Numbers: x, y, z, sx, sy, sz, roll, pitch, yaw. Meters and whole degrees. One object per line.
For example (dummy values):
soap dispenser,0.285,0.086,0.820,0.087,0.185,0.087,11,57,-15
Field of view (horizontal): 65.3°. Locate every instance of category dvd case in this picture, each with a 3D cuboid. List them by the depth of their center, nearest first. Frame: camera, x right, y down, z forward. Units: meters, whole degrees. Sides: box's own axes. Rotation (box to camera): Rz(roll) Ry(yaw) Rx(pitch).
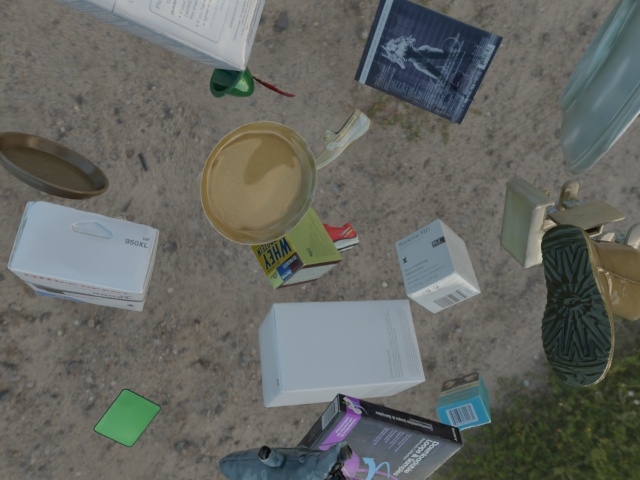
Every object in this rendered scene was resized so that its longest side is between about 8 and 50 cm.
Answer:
dvd case,0.187,-0.326,0.900,0.221,0.018,0.164,25,127,7

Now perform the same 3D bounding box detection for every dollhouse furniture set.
dollhouse furniture set,0.528,-0.059,1.073,0.242,0.212,0.160,-14,125,-9

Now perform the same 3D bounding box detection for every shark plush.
shark plush,-0.028,0.185,0.390,0.067,0.161,0.073,36,61,-11

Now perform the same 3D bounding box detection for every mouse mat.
mouse mat,-0.666,0.615,1.726,0.153,0.007,0.189,37,93,-20

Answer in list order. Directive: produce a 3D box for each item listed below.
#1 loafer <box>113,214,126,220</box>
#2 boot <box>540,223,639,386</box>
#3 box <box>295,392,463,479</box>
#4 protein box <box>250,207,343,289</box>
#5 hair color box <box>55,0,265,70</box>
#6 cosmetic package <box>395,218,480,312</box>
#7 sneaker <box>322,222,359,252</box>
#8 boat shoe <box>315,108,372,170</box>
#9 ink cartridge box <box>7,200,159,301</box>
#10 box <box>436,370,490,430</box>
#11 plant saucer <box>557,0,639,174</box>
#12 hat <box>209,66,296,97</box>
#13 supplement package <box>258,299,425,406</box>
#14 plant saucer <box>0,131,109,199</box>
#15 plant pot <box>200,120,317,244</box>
loafer,-0.690,-0.033,1.657,0.045,0.039,0.125,38,108,15
boot,0.440,0.100,0.766,0.270,0.089,0.236,13,76,-41
box,0.067,0.241,0.584,0.162,0.029,0.116,20,122,-17
protein box,-0.079,0.018,1.488,0.136,0.201,0.199,-40,71,29
hair color box,-0.253,-0.386,0.673,0.375,0.114,0.185,10,100,-46
cosmetic package,0.321,0.073,1.382,0.151,0.183,0.151,-32,136,28
sneaker,0.000,0.000,1.806,0.279,0.107,0.118,-13,73,-23
boat shoe,0.034,-0.223,1.104,0.170,0.063,0.059,-41,105,7
ink cartridge box,-0.580,0.060,1.275,0.286,0.395,0.166,13,72,-16
box,0.335,0.371,1.161,0.101,0.244,0.060,-23,82,15
plant saucer,0.521,-0.314,0.880,0.101,0.400,0.400,29,100,12
hat,-0.236,-0.501,1.647,0.184,0.208,0.173,27,108,-45
supplement package,0.034,0.233,1.037,0.293,0.177,0.175,1,64,-18
plant saucer,-0.681,-0.185,1.267,0.278,0.278,0.041,29,106,-20
plant pot,-0.115,-0.106,0.934,0.237,0.032,0.236,-13,116,-28
